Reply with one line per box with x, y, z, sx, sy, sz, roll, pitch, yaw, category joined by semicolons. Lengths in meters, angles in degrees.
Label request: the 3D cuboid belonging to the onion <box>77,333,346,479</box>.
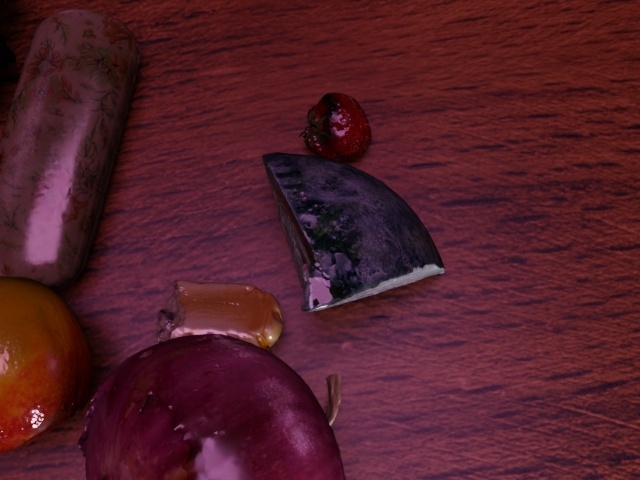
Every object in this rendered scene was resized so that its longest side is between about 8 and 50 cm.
-0.102;0.287;0.897;0.345;0.358;0.358;1;75;-18;onion

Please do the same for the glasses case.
-0.376;-0.135;1.112;0.156;0.098;0.425;11;76;0;glasses case

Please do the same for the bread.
-0.140;0.115;1.051;0.177;0.084;0.119;3;42;-1;bread

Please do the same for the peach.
-0.407;0.158;0.978;0.231;0.231;0.231;0;76;-1;peach

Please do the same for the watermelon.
0.000;0.000;1.040;0.289;0.213;0.320;42;35;13;watermelon

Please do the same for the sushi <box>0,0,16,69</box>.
-0.550;-0.336;1.104;0.215;0.212;0.227;-2;117;5;sushi

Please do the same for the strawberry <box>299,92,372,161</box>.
0.030;-0.164;1.131;0.106;0.106;0.106;0;76;-1;strawberry
